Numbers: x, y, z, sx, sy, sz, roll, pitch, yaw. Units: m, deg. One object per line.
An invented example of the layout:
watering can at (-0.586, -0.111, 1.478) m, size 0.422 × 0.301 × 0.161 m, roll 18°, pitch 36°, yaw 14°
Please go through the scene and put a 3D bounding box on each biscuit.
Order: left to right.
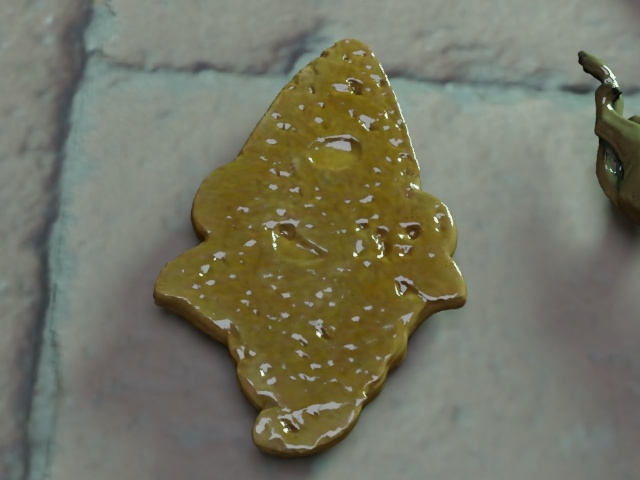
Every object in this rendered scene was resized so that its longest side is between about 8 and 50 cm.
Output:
biscuit at (0.000, 0.000, 0.948) m, size 0.162 × 0.035 × 0.250 m, roll 10°, pitch 64°, yaw -1°

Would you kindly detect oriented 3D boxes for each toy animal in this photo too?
toy animal at (0.204, -0.025, 0.942) m, size 0.086 × 0.069 × 0.220 m, roll -35°, pitch 64°, yaw 5°
